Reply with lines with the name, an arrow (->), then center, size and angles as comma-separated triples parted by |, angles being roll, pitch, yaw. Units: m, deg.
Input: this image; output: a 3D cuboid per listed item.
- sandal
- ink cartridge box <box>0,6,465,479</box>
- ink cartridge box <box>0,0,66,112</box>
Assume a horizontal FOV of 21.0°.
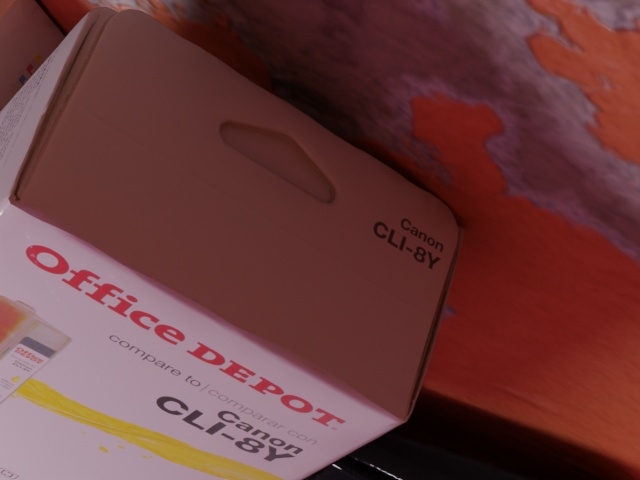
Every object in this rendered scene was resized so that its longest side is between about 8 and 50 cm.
sandal -> 0.043, 0.207, 1.378 | 0.445, 0.107, 0.167 | 11, 167, 43
ink cartridge box -> -0.133, 0.054, 1.146 | 0.279, 0.160, 0.384 | 30, 144, -18
ink cartridge box -> -0.225, -0.109, 1.210 | 0.092, 0.090, 0.143 | 8, 145, 47
